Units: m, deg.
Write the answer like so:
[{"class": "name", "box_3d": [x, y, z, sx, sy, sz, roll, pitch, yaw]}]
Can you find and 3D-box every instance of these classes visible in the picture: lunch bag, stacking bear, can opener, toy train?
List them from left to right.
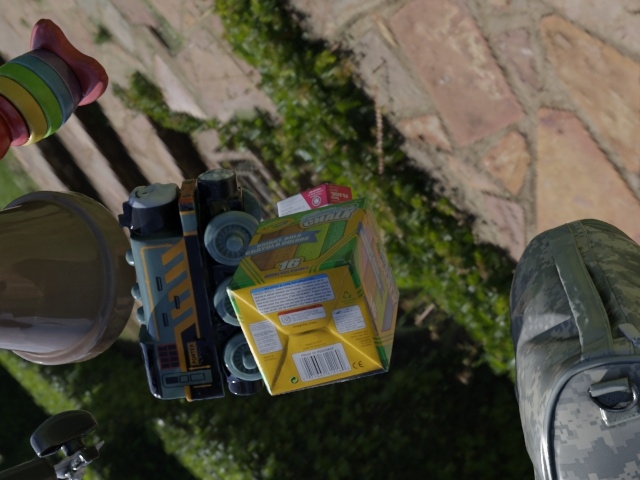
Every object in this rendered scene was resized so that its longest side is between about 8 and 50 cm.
[{"class": "stacking bear", "box_3d": [-0.560, -0.245, 1.740, 0.175, 0.289, 0.164, 42, 145, -2]}, {"class": "can opener", "box_3d": [-0.380, 0.296, 1.194, 0.093, 0.074, 0.280, 52, -157, 9]}, {"class": "toy train", "box_3d": [-0.162, 0.068, 1.284, 0.142, 0.190, 0.334, -104, 7, -66]}, {"class": "lunch bag", "box_3d": [0.280, 0.141, 0.882, 0.256, 0.212, 0.305, 62, -164, -20]}]

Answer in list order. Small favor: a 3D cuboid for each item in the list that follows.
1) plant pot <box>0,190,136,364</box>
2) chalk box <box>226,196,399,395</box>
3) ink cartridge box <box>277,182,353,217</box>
[{"class": "plant pot", "box_3d": [-0.430, 0.058, 1.330, 0.263, 0.263, 0.229, 38, -164, 19]}, {"class": "chalk box", "box_3d": [0.002, 0.043, 1.008, 0.213, 0.132, 0.132, -74, -33, -64]}, {"class": "ink cartridge box", "box_3d": [0.000, 0.000, 1.466, 0.109, 0.151, 0.063, -19, 163, 38]}]
